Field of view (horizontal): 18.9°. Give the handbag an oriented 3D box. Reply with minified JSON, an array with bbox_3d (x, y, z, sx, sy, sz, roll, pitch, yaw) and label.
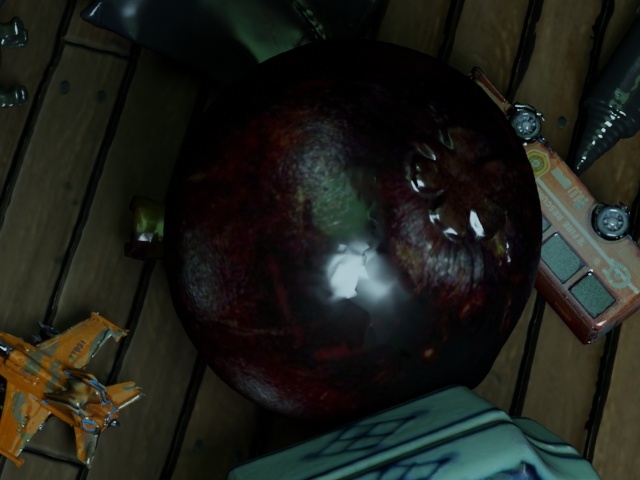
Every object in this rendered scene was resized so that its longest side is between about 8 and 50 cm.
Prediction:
[{"bbox_3d":[-0.043,-0.226,1.596,0.211,0.088,0.254,30,64,8],"label":"handbag"}]

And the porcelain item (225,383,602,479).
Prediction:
[{"bbox_3d":[0.069,0.267,1.308,0.281,0.157,0.286,-18,111,-14],"label":"porcelain item"}]

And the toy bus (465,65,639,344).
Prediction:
[{"bbox_3d":[0.173,-0.029,1.549,0.096,0.073,0.235,-39,78,-12],"label":"toy bus"}]

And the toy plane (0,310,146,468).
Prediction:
[{"bbox_3d":[-0.228,0.096,1.467,0.188,0.062,0.135,27,67,20],"label":"toy plane"}]

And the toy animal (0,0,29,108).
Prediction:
[{"bbox_3d":[-0.272,-0.167,1.568,0.065,0.047,0.135,-1,74,2],"label":"toy animal"}]

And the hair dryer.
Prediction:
[{"bbox_3d":[0.287,-0.207,1.623,0.189,0.107,0.352,33,74,10],"label":"hair dryer"}]

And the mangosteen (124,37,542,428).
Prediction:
[{"bbox_3d":[0.014,0.003,1.422,0.297,0.293,0.297,25,40,-23],"label":"mangosteen"}]
